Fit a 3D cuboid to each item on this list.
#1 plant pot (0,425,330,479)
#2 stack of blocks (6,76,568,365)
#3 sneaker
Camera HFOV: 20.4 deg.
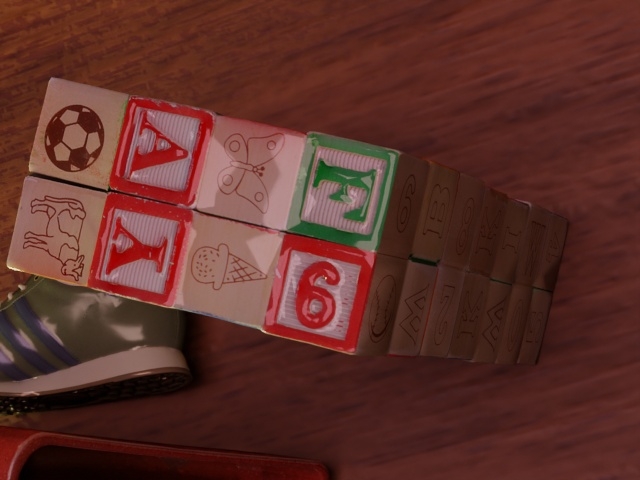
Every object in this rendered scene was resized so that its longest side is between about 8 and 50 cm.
[{"bbox_3d":[-0.185,0.220,0.959,0.235,0.267,0.267,10,86,34],"label":"plant pot"},{"bbox_3d":[0.000,0.000,0.881,0.171,0.297,0.087,13,90,22],"label":"stack of blocks"},{"bbox_3d":[-0.166,0.055,1.069,0.192,0.064,0.086,-9,72,19],"label":"sneaker"}]
